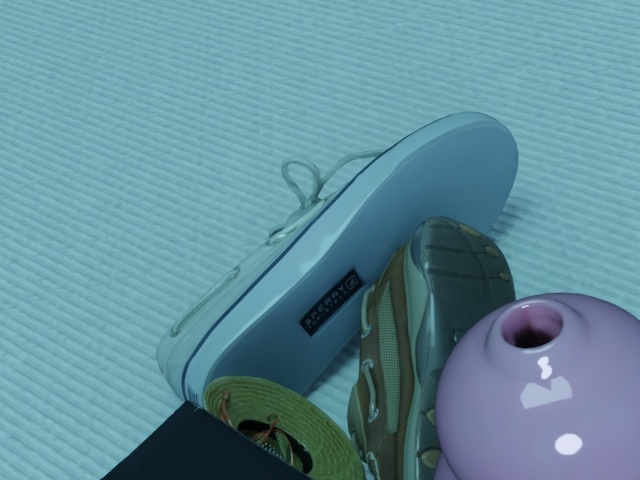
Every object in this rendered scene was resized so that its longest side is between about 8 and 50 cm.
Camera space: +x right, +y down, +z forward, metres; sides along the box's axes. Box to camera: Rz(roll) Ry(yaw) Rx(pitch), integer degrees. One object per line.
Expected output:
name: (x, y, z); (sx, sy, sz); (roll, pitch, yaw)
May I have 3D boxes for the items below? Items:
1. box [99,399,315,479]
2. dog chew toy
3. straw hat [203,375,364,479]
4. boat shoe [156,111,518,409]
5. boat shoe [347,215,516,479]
box: (-0.014, 0.244, 0.884); (0.103, 0.261, 0.184); (-40, 40, -21)
dog chew toy: (0.156, 0.164, 0.840); (0.207, 0.332, 0.206); (-13, 39, 11)
straw hat: (-0.043, 0.170, 1.139); (0.061, 0.144, 0.144); (-56, 33, 20)
boat shoe: (0.003, 0.007, 1.285); (0.367, 0.136, 0.156); (-44, 39, -12)
boat shoe: (0.083, 0.136, 1.108); (0.116, 0.123, 0.324); (-37, 34, 40)
